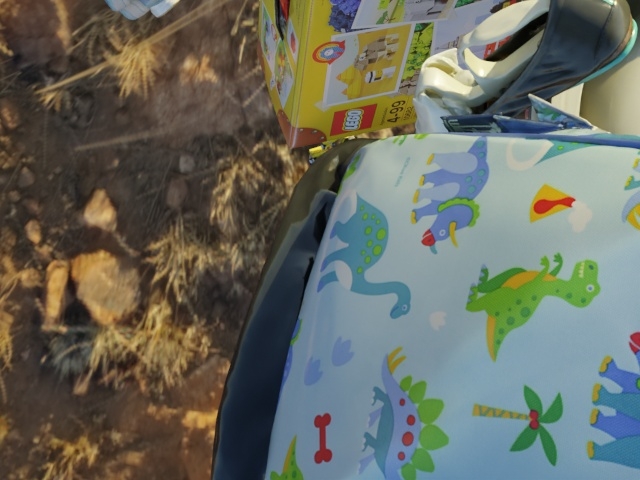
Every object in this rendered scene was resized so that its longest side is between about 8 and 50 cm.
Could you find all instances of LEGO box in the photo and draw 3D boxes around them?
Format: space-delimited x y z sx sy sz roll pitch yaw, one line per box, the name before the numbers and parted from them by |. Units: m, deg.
LEGO box | 0.124 -0.365 1.229 0.373 0.500 0.193 -14 66 -12

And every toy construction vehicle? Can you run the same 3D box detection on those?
toy construction vehicle | 0.021 -0.171 1.585 0.086 0.098 0.035 -22 71 -19

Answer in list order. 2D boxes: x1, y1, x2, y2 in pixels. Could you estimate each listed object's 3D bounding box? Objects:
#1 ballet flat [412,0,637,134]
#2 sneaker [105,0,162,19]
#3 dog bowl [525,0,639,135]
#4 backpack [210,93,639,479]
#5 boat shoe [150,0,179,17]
ballet flat | 0.146 -0.142 0.820 0.096 0.095 0.280 28 140 -21
sneaker | -0.238 -0.427 1.339 0.208 0.319 0.127 -31 101 2
dog bowl | 0.400 -0.125 0.974 0.408 0.150 0.408 -1 94 -10
backpack | 0.125 0.072 0.462 0.356 0.273 0.290 12 76 26
boat shoe | -0.294 -0.515 1.686 0.098 0.277 0.096 -29 132 24
